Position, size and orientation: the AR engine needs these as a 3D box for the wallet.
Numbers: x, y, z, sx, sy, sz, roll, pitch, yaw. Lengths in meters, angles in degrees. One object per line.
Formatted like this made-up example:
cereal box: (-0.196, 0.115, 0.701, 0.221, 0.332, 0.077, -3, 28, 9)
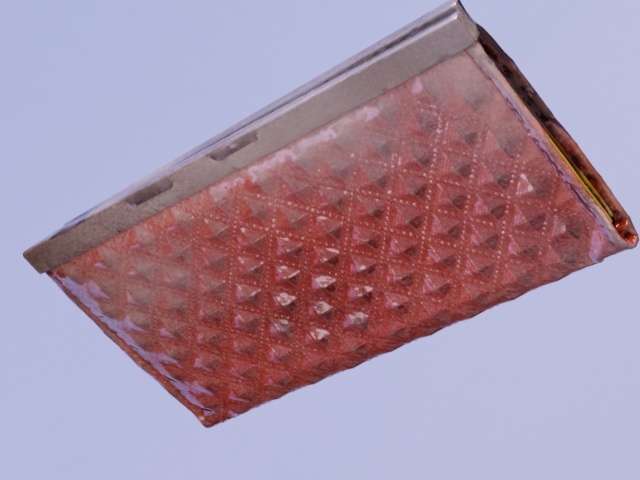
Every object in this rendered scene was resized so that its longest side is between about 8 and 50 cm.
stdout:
wallet: (0.000, 0.000, 0.670, 0.103, 0.196, 0.020, 48, -143, -21)
